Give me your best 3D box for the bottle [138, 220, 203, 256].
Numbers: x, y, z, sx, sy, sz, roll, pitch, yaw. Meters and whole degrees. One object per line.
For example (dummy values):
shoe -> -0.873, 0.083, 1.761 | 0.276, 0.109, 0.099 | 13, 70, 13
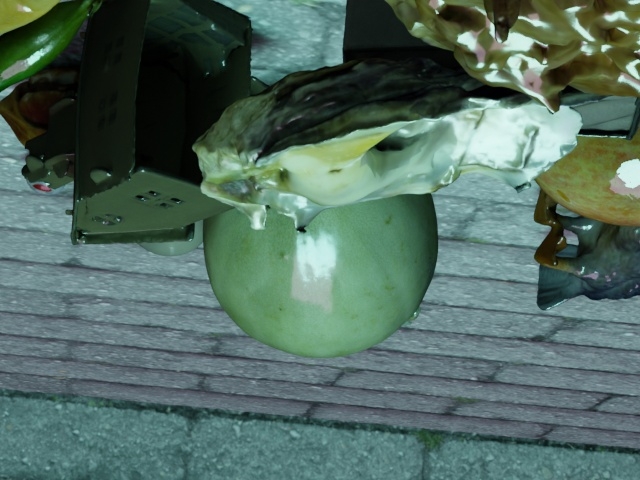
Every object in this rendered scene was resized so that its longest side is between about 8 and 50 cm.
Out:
bottle -> -0.172, -0.063, 1.835 | 0.110, 0.110, 0.233 | 5, 162, -2

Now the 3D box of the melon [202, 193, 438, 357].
melon -> -0.001, -0.009, 1.730 | 0.272, 0.271, 0.308 | 6, 136, -8

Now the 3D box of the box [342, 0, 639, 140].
box -> 0.147, -0.179, 1.305 | 0.252, 0.153, 0.188 | 4, 162, 7

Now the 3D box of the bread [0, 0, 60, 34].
bread -> -0.306, -0.211, 1.427 | 0.239, 0.092, 0.074 | -12, 122, 47

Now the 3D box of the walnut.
walnut -> -0.232, -0.122, 1.673 | 0.207, 0.115, 0.116 | 10, 163, 4

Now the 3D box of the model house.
model house -> -0.174, -0.096, 1.541 | 0.243, 0.211, 0.204 | -19, 151, 41

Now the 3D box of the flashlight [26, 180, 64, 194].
flashlight -> -0.311, -0.092, 1.886 | 0.051, 0.051, 0.129 | 8, 157, -14

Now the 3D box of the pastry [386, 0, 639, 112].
pastry -> 0.149, -0.227, 0.839 | 0.292, 0.337, 0.405 | -14, 157, 28

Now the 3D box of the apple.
apple -> 0.273, -0.106, 1.460 | 0.174, 0.188, 0.188 | 10, 168, 32

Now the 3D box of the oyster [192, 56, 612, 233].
oyster -> 0.067, -0.084, 1.222 | 0.271, 0.100, 0.275 | 12, 150, -26

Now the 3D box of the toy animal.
toy animal -> 0.339, 0.004, 1.909 | 0.185, 0.122, 0.298 | 3, 155, -10

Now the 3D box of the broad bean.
broad bean -> -0.298, -0.168, 1.498 | 0.292, 0.144, 0.049 | -14, 120, 45
